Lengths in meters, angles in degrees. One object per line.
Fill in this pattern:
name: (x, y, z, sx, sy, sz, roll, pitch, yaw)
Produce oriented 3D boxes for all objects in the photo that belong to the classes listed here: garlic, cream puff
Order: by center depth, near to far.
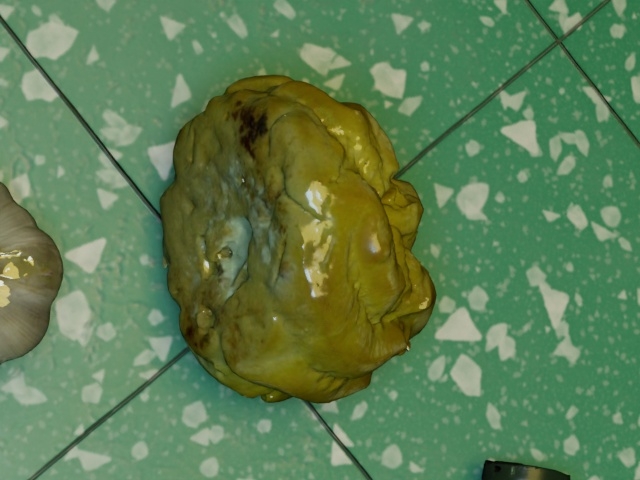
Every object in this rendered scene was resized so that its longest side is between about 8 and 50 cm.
garlic: (-0.367, 0.039, 1.884, 0.227, 0.152, 0.228, 0, 87, -1)
cream puff: (0.000, -0.002, 1.950, 0.257, 0.291, 0.324, 5, 59, -38)

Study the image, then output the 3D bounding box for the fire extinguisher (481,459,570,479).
fire extinguisher: (0.184, 0.390, 2.028, 0.114, 0.095, 0.311, 9, 77, 8)
